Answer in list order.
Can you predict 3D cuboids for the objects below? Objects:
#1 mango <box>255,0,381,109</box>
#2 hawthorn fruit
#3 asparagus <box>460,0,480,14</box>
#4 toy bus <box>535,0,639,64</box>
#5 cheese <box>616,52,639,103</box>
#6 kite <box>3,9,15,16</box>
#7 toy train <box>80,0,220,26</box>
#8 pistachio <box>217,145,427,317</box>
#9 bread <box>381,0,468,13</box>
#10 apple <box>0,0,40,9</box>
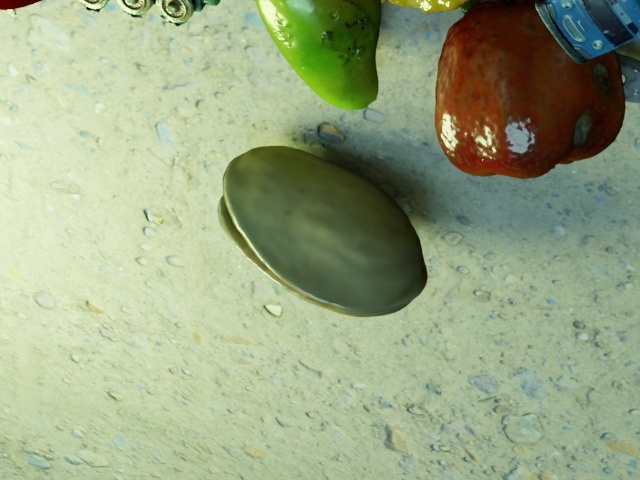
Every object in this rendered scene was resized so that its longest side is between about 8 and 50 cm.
[{"bbox_3d":[0.009,-0.238,1.854,0.125,0.111,0.233,-1,138,33],"label":"mango"},{"bbox_3d":[0.215,-0.190,1.761,0.207,0.207,0.243,-2,97,28],"label":"hawthorn fruit"},{"bbox_3d":[0.181,-0.232,1.846,0.024,0.025,0.248,-39,121,2],"label":"asparagus"},{"bbox_3d":[0.277,-0.267,1.626,0.106,0.184,0.090,-17,128,36],"label":"toy bus"},{"bbox_3d":[0.432,-0.140,1.791,0.286,0.082,0.163,17,141,17],"label":"cheese"},{"bbox_3d":[-0.487,-0.326,2.074,0.244,0.006,0.198,26,142,-5],"label":"kite"},{"bbox_3d":[-0.202,-0.316,1.895,0.194,0.081,0.125,13,131,15],"label":"toy train"},{"bbox_3d":[0.000,0.000,2.074,0.288,0.197,0.166,25,140,14],"label":"pistachio"},{"bbox_3d":[0.090,-0.343,1.640,0.268,0.145,0.268,27,147,20],"label":"bread"},{"bbox_3d":[-0.311,-0.390,1.693,0.288,0.288,0.317,22,130,1],"label":"apple"}]
